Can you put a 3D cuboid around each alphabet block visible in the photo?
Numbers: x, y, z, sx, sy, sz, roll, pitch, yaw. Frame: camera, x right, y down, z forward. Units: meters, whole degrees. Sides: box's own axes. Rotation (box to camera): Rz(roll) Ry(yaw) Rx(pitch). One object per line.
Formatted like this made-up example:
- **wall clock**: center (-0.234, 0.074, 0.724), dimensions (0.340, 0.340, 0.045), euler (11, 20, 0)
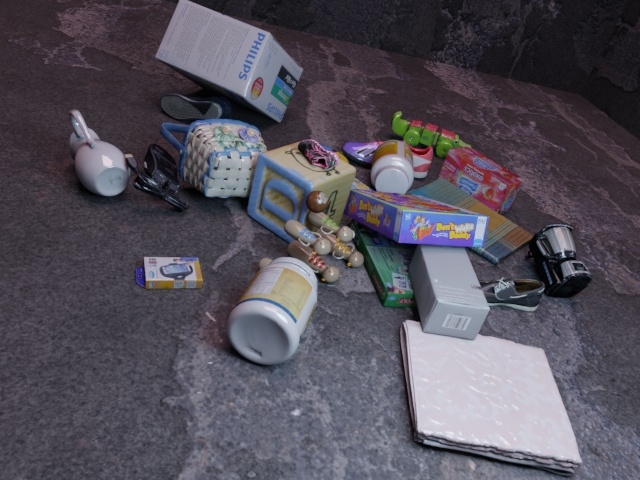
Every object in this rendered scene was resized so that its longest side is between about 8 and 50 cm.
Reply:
- **alphabet block**: center (-0.052, -0.130, 1.506), dimensions (0.192, 0.194, 0.197), euler (34, 37, 22)

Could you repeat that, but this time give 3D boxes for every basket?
- **basket**: center (-0.275, -0.243, 1.560), dimensions (0.254, 0.201, 0.289), euler (-5, 34, -40)

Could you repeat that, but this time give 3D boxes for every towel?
- **towel**: center (0.333, 0.306, 1.156), dimensions (0.331, 0.054, 0.317), euler (13, 34, -4)
- **towel**: center (0.459, -0.068, 1.786), dimensions (0.370, 0.040, 0.271), euler (39, 40, 27)

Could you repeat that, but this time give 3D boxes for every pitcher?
- **pitcher**: center (-0.570, -0.219, 1.421), dimensions (0.125, 0.178, 0.207), euler (-29, 50, -22)

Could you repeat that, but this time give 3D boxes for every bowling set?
- **bowling set**: center (0.000, 0.000, 1.340), dimensions (0.154, 0.200, 0.287), euler (34, 40, 23)

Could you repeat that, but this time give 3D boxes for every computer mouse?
- **computer mouse**: center (-0.447, -0.179, 1.476), dimensions (0.184, 0.060, 0.262), euler (35, 20, -46)

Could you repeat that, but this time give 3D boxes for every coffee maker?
- **coffee maker**: center (0.667, 0.070, 1.589), dimensions (0.120, 0.171, 0.178), euler (-7, 56, 2)

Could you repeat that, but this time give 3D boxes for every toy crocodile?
- **toy crocodile**: center (0.436, -0.412, 2.223), dimensions (0.340, 0.105, 0.115), euler (21, 33, 6)

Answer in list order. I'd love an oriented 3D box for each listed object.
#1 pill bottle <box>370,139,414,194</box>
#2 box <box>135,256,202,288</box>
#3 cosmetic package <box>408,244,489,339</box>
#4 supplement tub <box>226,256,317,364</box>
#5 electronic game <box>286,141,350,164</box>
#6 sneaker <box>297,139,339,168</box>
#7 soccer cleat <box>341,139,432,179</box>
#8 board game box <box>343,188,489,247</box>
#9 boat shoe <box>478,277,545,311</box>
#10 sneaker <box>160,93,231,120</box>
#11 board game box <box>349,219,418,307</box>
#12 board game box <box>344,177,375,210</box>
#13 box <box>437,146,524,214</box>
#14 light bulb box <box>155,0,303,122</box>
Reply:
- **pill bottle**: center (0.229, -0.222, 1.802), dimensions (0.136, 0.137, 0.246), euler (16, 28, 0)
- **box**: center (-0.331, 0.070, 1.233), dimensions (0.136, 0.028, 0.081), euler (3, 35, -24)
- **cosmetic package**: center (0.287, 0.108, 1.298), dimensions (0.127, 0.107, 0.238), euler (9, 35, -8)
- **supplement tub**: center (-0.089, 0.136, 1.135), dimensions (0.144, 0.145, 0.200), euler (20, 32, 5)
- **electronic game**: center (-0.011, -0.267, 1.861), dimensions (0.229, 0.048, 0.229), euler (12, 33, -8)
- **sneaker**: center (-0.014, -0.217, 1.440), dimensions (0.119, 0.047, 0.057), euler (28, 46, 19)
- **soccer cleat**: center (0.234, -0.309, 1.968), dimensions (0.317, 0.117, 0.109), euler (14, 33, -4)
- **board game box**: center (0.234, -0.064, 1.468), dimensions (0.233, 0.078, 0.347), euler (3, 12, -20)
- **boat shoe**: center (0.468, 0.124, 1.466), dimensions (0.232, 0.079, 0.084), euler (8, 35, -11)
- **sneaker**: center (-0.418, -0.460, 1.941), dimensions (0.226, 0.086, 0.163), euler (14, 23, 11)
- **board game box**: center (0.218, 0.055, 1.484), dimensions (0.213, 0.046, 0.317), euler (5, 34, -19)
- **board game box**: center (0.059, -0.147, 1.723), dimensions (0.201, 0.035, 0.136), euler (-19, 47, -43)
- **box**: center (0.548, -0.208, 1.947), dimensions (0.122, 0.128, 0.257), euler (-15, 45, -39)
- **light bulb box**: center (-0.303, -0.615, 1.970), dimensions (0.360, 0.226, 0.358), euler (26, 5, 15)
